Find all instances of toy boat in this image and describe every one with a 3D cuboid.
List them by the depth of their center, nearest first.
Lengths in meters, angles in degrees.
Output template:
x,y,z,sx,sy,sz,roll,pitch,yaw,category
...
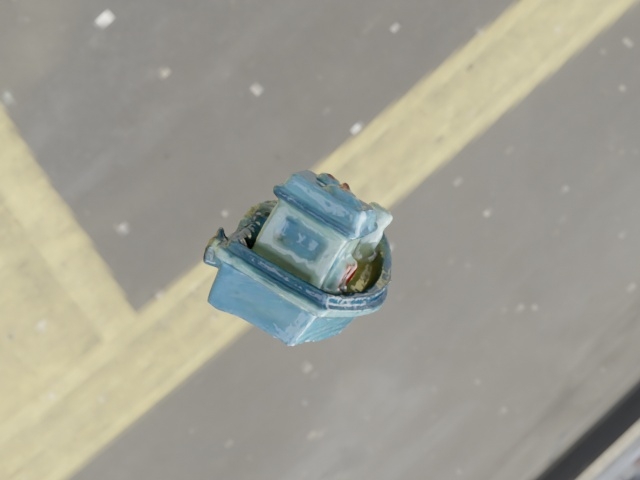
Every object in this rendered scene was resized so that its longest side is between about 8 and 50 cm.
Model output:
x,y,z,sx,sy,sz,roll,pitch,yaw,category
0.000,0.000,0.998,0.098,0.109,0.238,-61,172,9,toy boat
